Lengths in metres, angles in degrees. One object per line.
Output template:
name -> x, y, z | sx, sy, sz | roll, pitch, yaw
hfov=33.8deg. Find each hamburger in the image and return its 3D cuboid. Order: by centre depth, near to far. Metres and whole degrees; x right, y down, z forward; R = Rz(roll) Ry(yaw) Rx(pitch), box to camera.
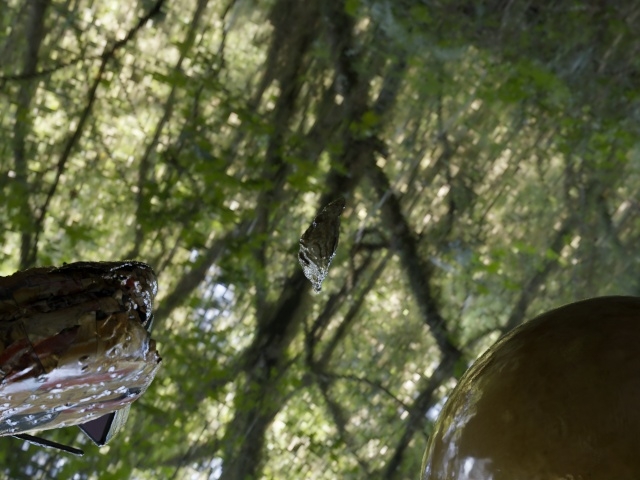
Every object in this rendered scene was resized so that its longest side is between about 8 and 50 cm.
hamburger -> -0.234, 0.093, 0.875 | 0.231, 0.231, 0.107 | -5, -110, -40

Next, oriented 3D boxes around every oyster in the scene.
oyster -> 0.000, 0.000, 1.074 | 0.038, 0.081, 0.083 | 10, -136, 5

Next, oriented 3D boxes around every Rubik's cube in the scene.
Rubik's cube -> -0.343, 0.228, 1.494 | 0.190, 0.211, 0.178 | 6, -150, -14

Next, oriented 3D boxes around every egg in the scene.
egg -> 0.210, 0.182, 0.820 | 0.250, 0.322, 0.250 | 21, -133, -25

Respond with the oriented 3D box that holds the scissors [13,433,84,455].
scissors -> -0.439, 0.216, 1.276 | 0.317, 0.160, 0.024 | 21, -105, -17
